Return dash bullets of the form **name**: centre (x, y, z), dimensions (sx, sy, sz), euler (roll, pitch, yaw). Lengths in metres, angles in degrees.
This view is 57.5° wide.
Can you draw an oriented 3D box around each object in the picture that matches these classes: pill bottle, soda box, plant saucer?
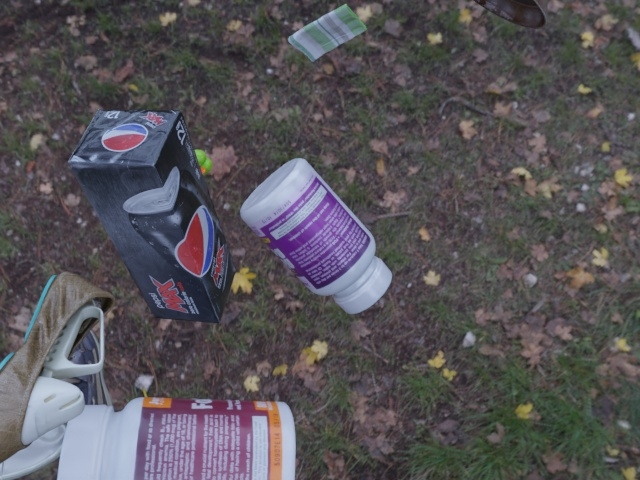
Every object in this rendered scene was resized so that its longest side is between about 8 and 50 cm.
- **pill bottle**: centre (-0.256, 0.405, 1.073), dimensions (0.392, 0.224, 0.224), euler (6, 55, -13)
- **pill bottle**: centre (0.000, 0.000, 1.141), dimensions (0.301, 0.169, 0.169), euler (47, 54, -17)
- **soda box**: centre (-0.109, -0.009, 0.412), dimensions (0.060, 0.168, 0.053), euler (3, 50, 10)
- **plant saucer**: centre (0.206, -0.315, 0.699), dimensions (0.168, 0.029, 0.168), euler (33, 14, -9)

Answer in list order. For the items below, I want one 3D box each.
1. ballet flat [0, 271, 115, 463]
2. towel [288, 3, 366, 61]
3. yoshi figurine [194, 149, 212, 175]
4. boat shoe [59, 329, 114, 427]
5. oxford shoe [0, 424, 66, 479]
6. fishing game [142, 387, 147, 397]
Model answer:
- **ballet flat**: centre (-0.378, 0.182, 0.823), dimensions (0.124, 0.116, 0.342), euler (13, 38, -5)
- **towel**: centre (0.017, -0.462, 1.307), dimensions (0.152, 0.113, 0.023), euler (-22, 74, 25)
- **yoshi figurine**: centre (-0.502, -0.156, 1.796), dimensions (0.362, 0.203, 0.203), euler (-42, 81, -12)
- **boat shoe**: centre (-0.643, 0.345, 1.523), dimensions (0.132, 0.130, 0.355), euler (-23, 87, -2)
- **oxford shoe**: centre (-0.903, 0.547, 1.557), dimensions (0.450, 0.130, 0.169), euler (-5, 36, -5)
- **fishing game**: centre (-0.426, 0.530, 1.657), dimensions (0.041, 0.264, 0.189), euler (-30, 30, -13)
